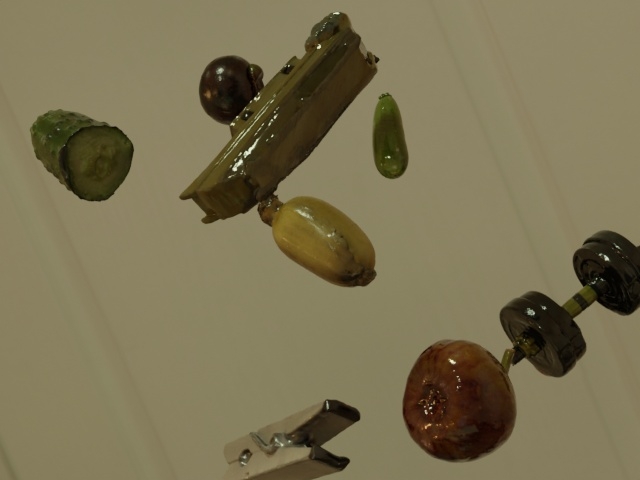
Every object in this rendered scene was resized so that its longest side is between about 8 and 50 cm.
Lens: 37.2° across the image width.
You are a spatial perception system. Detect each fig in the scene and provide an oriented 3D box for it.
[{"bbox_3d":[0.220,0.236,1.384,0.175,0.175,0.207,-21,-23,33],"label":"fig"}]

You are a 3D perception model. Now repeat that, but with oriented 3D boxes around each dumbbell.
[{"bbox_3d":[0.529,0.128,1.944,0.388,0.185,0.185,-37,7,-15],"label":"dumbbell"}]

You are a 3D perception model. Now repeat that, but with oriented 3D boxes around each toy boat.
[{"bbox_3d":[-0.070,-0.212,1.629,0.162,0.136,0.445,17,62,49],"label":"toy boat"}]

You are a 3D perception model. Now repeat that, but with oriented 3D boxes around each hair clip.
[{"bbox_3d":[-0.062,0.338,1.517,0.085,0.101,0.331,22,-32,-27],"label":"hair clip"}]

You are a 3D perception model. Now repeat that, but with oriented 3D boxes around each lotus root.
[{"bbox_3d":[0.002,-0.002,2.003,0.146,0.303,0.131,-62,-24,13],"label":"lotus root"}]

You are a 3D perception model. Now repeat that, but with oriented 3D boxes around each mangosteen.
[{"bbox_3d":[-0.179,-0.314,1.993,0.152,0.152,0.152,-23,4,2],"label":"mangosteen"}]

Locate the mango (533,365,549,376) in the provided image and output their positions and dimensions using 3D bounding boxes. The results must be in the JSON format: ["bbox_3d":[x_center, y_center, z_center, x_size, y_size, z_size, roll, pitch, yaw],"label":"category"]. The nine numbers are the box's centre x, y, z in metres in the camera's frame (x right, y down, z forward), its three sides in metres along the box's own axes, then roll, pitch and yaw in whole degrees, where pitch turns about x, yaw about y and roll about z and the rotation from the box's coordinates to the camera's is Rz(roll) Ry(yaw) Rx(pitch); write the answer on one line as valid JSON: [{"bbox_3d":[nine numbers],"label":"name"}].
[{"bbox_3d":[0.503,0.225,2.123,0.089,0.165,0.115,-30,-31,30],"label":"mango"}]

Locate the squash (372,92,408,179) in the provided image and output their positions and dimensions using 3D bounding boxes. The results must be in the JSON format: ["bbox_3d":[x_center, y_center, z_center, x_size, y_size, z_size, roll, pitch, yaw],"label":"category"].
[{"bbox_3d":[0.130,-0.200,1.791,0.066,0.201,0.066,-1,-35,-1],"label":"squash"}]

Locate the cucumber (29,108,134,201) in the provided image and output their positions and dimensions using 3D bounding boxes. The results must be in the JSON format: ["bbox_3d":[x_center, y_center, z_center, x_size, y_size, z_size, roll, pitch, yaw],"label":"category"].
[{"bbox_3d":[-0.422,-0.162,1.597,0.134,0.134,0.244,-25,33,-28],"label":"cucumber"}]
